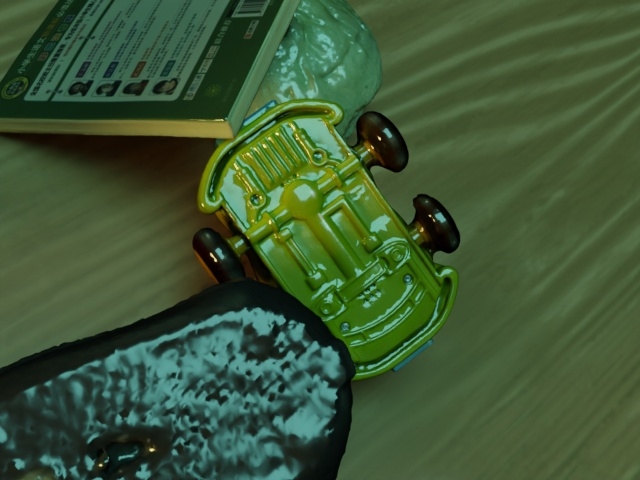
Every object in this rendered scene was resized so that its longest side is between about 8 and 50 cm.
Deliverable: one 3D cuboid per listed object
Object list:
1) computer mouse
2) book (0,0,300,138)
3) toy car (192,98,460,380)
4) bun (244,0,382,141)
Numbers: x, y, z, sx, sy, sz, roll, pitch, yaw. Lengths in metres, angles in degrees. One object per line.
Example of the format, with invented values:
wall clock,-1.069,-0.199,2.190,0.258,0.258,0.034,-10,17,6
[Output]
computer mouse,-0.127,0.148,0.618,0.323,0.116,0.183,-20,91,-12
book,-0.161,-0.176,0.766,0.264,0.027,0.202,4,55,23
toy car,0.000,0.000,0.742,0.200,0.142,0.248,-32,95,-8
bun,-0.036,-0.189,0.851,0.221,0.108,0.221,8,61,-15
